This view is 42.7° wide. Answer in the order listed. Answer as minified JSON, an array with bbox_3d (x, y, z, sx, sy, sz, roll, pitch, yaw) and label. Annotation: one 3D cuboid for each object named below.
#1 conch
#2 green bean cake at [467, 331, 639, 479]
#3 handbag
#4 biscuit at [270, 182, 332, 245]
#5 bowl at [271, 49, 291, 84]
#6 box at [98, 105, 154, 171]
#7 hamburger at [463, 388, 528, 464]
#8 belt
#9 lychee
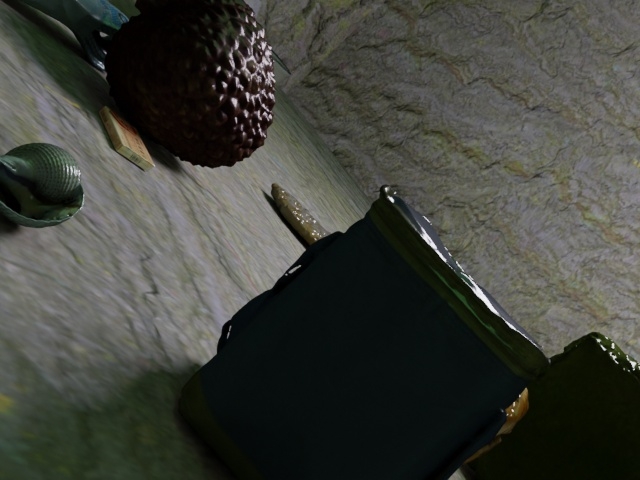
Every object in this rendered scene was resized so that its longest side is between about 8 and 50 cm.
[{"bbox_3d":[-0.228,-0.040,0.644,0.085,0.056,0.076,-5,66,-42],"label":"conch"},{"bbox_3d":[0.421,0.350,1.220,0.218,0.319,0.335,42,11,-37],"label":"green bean cake"},{"bbox_3d":[0.046,0.110,0.699,0.222,0.241,0.263,48,9,13],"label":"handbag"},{"bbox_3d":[-0.001,0.001,1.610,0.290,0.038,0.141,45,10,-8],"label":"biscuit"},{"bbox_3d":[-0.250,-0.449,1.878,0.354,0.185,0.354,47,9,-9],"label":"bowl"},{"bbox_3d":[-0.251,-0.131,1.056,0.058,0.015,0.093,36,16,-47],"label":"box"},{"bbox_3d":[0.143,0.170,1.126,0.284,0.174,0.304,49,9,20],"label":"hamburger"},{"bbox_3d":[-0.371,-0.336,1.153,0.302,0.087,0.072,34,29,-55],"label":"belt"},{"bbox_3d":[-0.174,-0.230,1.162,0.271,0.236,0.236,55,4,-31],"label":"lychee"}]
